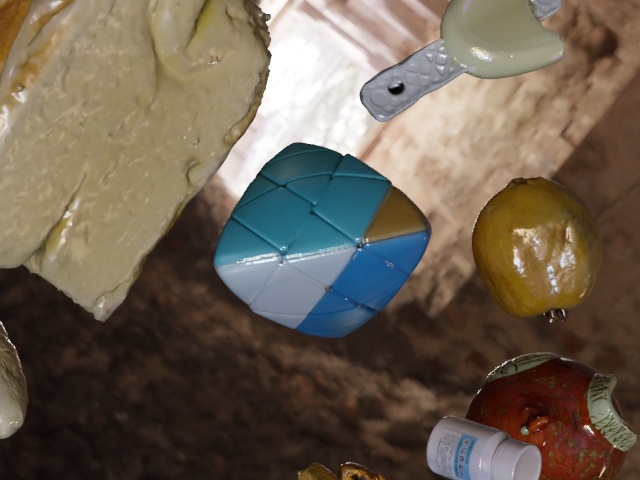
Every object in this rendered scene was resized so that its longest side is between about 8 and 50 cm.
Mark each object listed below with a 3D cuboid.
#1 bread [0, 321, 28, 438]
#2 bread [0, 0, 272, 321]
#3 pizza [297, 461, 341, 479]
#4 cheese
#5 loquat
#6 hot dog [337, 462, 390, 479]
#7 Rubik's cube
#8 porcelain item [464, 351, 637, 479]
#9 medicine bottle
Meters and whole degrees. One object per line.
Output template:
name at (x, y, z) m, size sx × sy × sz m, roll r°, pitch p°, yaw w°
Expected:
bread at (-0.332, 0.102, 1.319) m, size 0.053 × 0.073 × 0.214 m, roll -15°, pitch -123°, yaw -28°
bread at (-0.284, -0.167, 1.366) m, size 0.371 × 0.390 × 0.279 m, roll 28°, pitch 170°, yaw 46°
pizza at (0.017, 0.301, 1.295) m, size 0.046 × 0.134 × 0.175 m, roll -7°, pitch -109°, yaw -36°
cheese at (0.138, -0.189, 1.290) m, size 0.127 × 0.235 × 0.050 m, roll 55°, pitch 166°, yaw 13°
loquat at (0.324, 0.018, 2.000) m, size 0.176 × 0.187 × 0.234 m, roll -54°, pitch -55°, yaw -69°
hot dog at (0.074, 0.339, 1.749) m, size 0.055 × 0.072 × 0.188 m, roll -8°, pitch 153°, yaw 33°
Rubik's cube at (0.000, 0.000, 1.494) m, size 0.254 × 0.254 × 0.254 m, roll 38°, pitch -173°, yaw -6°
porcelain item at (0.323, 0.272, 1.912) m, size 0.253 × 0.253 × 0.253 m, roll 38°, pitch -173°, yaw -6°
medicine bottle at (0.136, 0.181, 1.125) m, size 0.089 × 0.052 × 0.052 m, roll 12°, pitch 168°, yaw 40°
